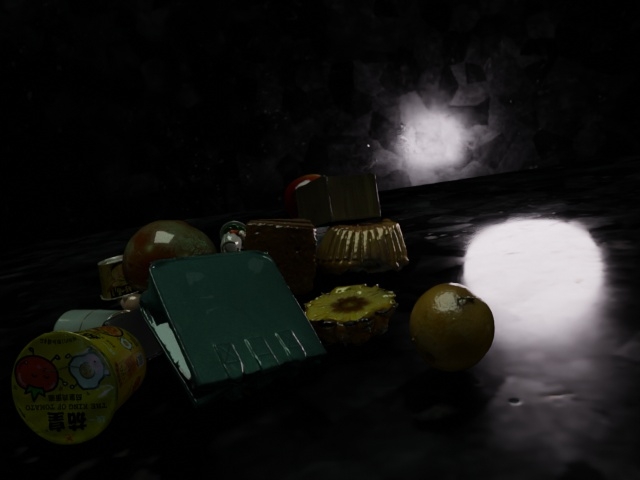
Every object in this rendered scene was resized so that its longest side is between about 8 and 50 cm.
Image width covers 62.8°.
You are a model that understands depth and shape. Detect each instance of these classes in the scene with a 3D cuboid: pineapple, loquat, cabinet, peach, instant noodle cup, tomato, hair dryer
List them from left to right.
[{"bbox_3d":[-0.389,0.225,0.883,0.182,0.182,0.144,-7,3,9],"label":"instant noodle cup"},{"bbox_3d":[-0.661,0.117,1.733,0.151,0.122,0.151,-11,10,2],"label":"instant noodle cup"},{"bbox_3d":[-0.454,0.198,1.300,0.173,0.108,0.357,-1,5,27],"label":"hair dryer"},{"bbox_3d":[-0.420,0.053,1.500,0.270,0.223,0.270,8,-7,1],"label":"tomato"},{"bbox_3d":[-0.038,-0.139,1.798,0.197,0.197,0.197,-9,11,2],"label":"peach"},{"bbox_3d":[0.048,-0.121,1.620,0.174,0.148,0.215,-6,-4,-26],"label":"cabinet"},{"bbox_3d":[0.061,0.156,1.073,0.224,0.076,0.225,-10,14,3],"label":"pineapple"},{"bbox_3d":[0.211,0.140,0.850,0.141,0.141,0.141,-9,11,2],"label":"loquat"}]

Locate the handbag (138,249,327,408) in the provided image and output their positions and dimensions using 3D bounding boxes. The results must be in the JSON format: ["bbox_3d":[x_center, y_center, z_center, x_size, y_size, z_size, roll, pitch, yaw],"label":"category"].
[{"bbox_3d":[-0.163,0.147,0.932,0.268,0.100,0.274,-8,50,-44],"label":"handbag"}]

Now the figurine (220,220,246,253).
[{"bbox_3d":[-0.348,0.006,2.084,0.132,0.132,0.154,-8,24,6],"label":"figurine"}]

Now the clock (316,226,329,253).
[{"bbox_3d":[0.014,0.012,1.769,0.231,0.116,0.262,-9,11,-27],"label":"clock"}]

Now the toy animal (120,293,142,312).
[{"bbox_3d":[-0.509,0.179,1.403,0.114,0.082,0.091,-18,15,-34],"label":"toy animal"}]

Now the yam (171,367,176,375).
[{"bbox_3d":[-0.265,0.186,1.024,0.079,0.141,0.079,-7,12,1],"label":"yam"}]

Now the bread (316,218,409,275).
[{"bbox_3d":[0.114,0.022,1.521,0.274,0.149,0.274,-6,5,0],"label":"bread"}]

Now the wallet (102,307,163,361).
[{"bbox_3d":[-0.358,0.190,1.186,0.124,0.025,0.244,43,31,14],"label":"wallet"}]

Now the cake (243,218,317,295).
[{"bbox_3d":[-0.117,0.038,1.494,0.198,0.196,0.293,0,5,-5],"label":"cake"}]
